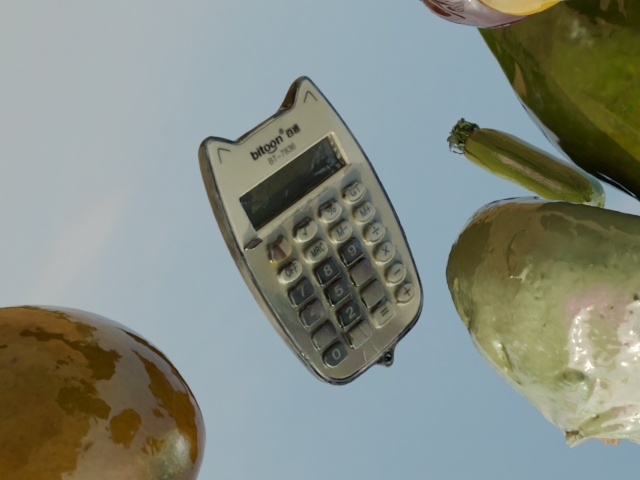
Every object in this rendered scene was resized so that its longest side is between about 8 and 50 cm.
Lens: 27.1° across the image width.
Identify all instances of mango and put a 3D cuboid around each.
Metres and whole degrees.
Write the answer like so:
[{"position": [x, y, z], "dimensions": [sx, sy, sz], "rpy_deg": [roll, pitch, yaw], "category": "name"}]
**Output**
[{"position": [-0.227, 0.150, 0.820], "dimensions": [0.173, 0.317, 0.211], "rpy_deg": [140, -58, -73], "category": "mango"}]

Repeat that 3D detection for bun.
[{"position": [0.238, 0.076, 1.069], "dimensions": [0.293, 0.293, 0.187], "rpy_deg": [-166, -92, -68], "category": "bun"}]

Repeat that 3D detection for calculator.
[{"position": [0.000, 0.000, 1.176], "dimensions": [0.177, 0.268, 0.040], "rpy_deg": [-36, -168, -35], "category": "calculator"}]

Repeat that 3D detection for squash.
[{"position": [0.216, -0.076, 1.387], "dimensions": [0.052, 0.183, 0.052], "rpy_deg": [-47, 153, -33], "category": "squash"}]

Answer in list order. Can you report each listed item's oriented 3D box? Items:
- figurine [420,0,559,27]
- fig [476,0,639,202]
[{"position": [0.048, -0.204, 0.576], "dimensions": [0.116, 0.240, 0.175], "rpy_deg": [3, -139, 48], "category": "figurine"}, {"position": [0.238, -0.172, 1.014], "dimensions": [0.233, 0.314, 0.233], "rpy_deg": [-45, -175, 5], "category": "fig"}]
